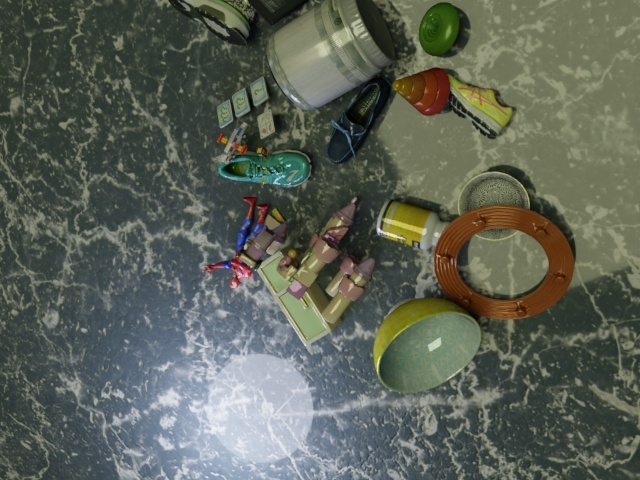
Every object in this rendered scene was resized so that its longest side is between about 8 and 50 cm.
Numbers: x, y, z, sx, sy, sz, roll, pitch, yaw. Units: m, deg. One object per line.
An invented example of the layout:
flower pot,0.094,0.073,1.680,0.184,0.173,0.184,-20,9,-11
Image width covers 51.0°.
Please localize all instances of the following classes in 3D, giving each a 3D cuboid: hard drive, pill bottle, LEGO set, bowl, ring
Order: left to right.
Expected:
LEGO set,-0.215,-0.317,1.839,0.183,0.060,0.244,-25,62,26
hard drive,-0.107,-0.629,1.748,0.135,0.022,0.094,-41,83,-18
pill bottle,0.246,-0.036,1.735,0.184,0.103,0.103,18,108,19
bowl,0.253,0.243,1.749,0.289,0.290,0.156,-56,36,23
bowl,0.432,-0.090,1.655,0.170,0.080,0.170,6,105,23
ring,0.445,0.066,1.651,0.337,0.032,0.336,8,124,12

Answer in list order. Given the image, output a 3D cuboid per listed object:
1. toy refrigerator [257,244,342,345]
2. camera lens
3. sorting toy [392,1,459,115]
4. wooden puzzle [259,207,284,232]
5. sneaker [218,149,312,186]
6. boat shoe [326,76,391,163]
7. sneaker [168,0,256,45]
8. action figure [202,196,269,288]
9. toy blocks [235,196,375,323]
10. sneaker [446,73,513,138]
toy refrigerator,-0.064,0.156,1.918,0.102,0.094,0.269,-33,87,26
camera lens,0.020,-0.469,1.667,0.274,0.219,0.219,-24,92,26
sorting toy,0.239,-0.486,1.595,0.127,0.126,0.365,20,106,55
wooden puzzle,-0.141,-0.031,1.953,0.078,0.014,0.116,47,115,12
sneaker,-0.156,-0.194,1.868,0.276,0.110,0.106,1,102,23
boat shoe,0.082,-0.315,1.748,0.109,0.089,0.258,33,113,13
sneaker,-0.311,-0.699,1.833,0.410,0.158,0.182,38,83,13
action figure,-0.246,0.019,1.942,0.092,0.139,0.280,29,115,34
toy blocks,0.000,0.000,1.720,0.309,0.288,0.260,35,102,-5
sneaker,0.378,-0.341,1.632,0.094,0.081,0.208,-42,74,-4
